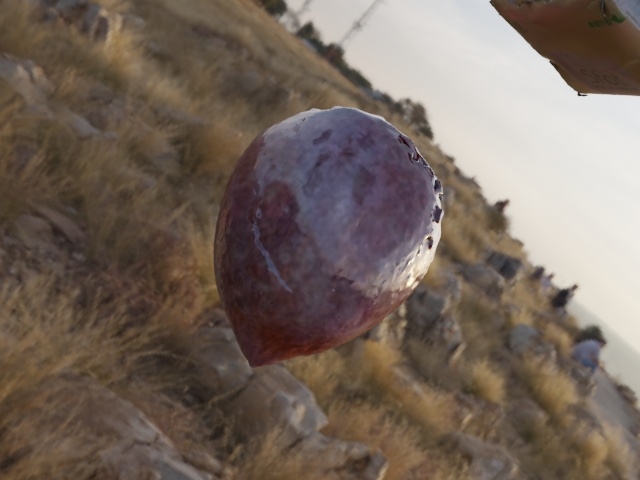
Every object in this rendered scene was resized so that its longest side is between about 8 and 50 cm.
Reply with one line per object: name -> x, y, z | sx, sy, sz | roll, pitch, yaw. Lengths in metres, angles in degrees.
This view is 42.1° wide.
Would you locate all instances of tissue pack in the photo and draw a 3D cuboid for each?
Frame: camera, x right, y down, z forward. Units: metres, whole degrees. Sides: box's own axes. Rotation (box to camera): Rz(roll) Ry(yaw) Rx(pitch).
tissue pack -> 0.365, -0.273, 1.048 | 0.215, 0.123, 0.256 | 38, 0, -21

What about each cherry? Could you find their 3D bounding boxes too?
cherry -> 0.000, 0.000, 0.722 | 0.192, 0.250, 0.175 | 36, -18, -16
